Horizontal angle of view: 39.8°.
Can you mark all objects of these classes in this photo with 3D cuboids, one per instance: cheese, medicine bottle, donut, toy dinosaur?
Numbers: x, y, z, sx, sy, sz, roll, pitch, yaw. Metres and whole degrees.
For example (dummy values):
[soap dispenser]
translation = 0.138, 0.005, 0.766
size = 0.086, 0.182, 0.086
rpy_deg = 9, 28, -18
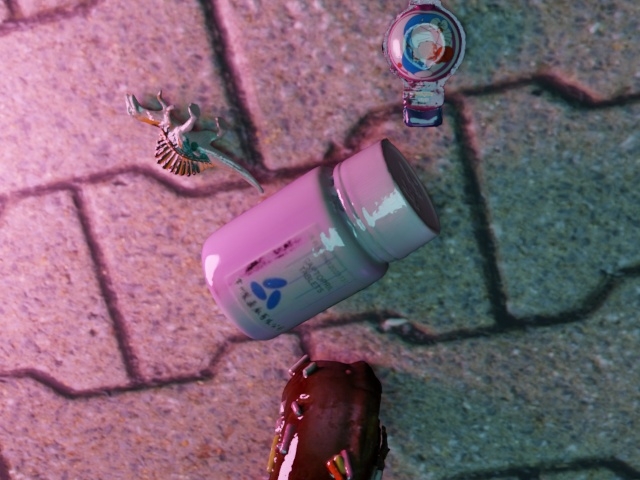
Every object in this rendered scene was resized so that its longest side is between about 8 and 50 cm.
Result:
[cheese]
translation = 0.117, -0.201, 1.000
size = 0.095, 0.038, 0.145
rpy_deg = 1, 107, 10
[medicine bottle]
translation = 0.000, 0.000, 1.027
size = 0.254, 0.152, 0.152
rpy_deg = -29, 100, 18
[donut]
translation = -0.027, 0.329, 1.081
size = 0.136, 0.259, 0.345
rpy_deg = 19, 111, -4
[toy dinosaur]
translation = -0.161, -0.114, 1.084
size = 0.106, 0.044, 0.187
rpy_deg = -25, 115, 30
